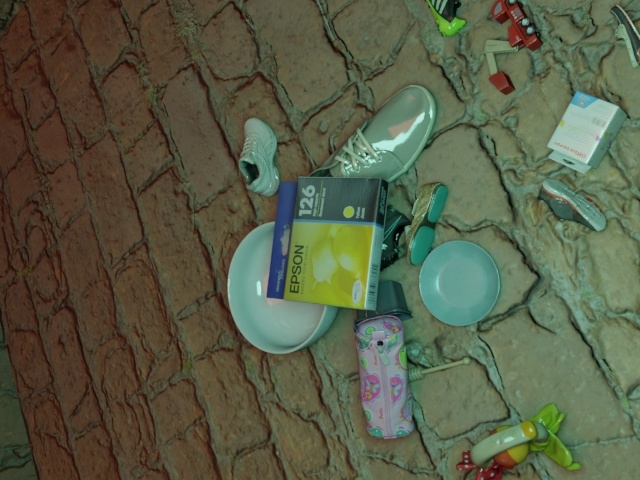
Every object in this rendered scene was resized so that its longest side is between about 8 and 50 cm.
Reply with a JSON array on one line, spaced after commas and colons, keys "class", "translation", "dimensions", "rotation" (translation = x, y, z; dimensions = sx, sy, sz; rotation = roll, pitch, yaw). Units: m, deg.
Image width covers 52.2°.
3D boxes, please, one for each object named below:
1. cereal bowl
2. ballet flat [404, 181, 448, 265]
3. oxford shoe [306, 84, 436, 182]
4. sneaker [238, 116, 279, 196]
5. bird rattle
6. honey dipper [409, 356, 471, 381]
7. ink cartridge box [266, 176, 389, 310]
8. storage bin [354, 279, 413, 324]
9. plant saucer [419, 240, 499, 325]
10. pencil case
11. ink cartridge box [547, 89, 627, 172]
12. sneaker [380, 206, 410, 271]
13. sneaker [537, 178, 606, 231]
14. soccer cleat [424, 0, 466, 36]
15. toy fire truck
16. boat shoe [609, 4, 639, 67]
[{"class": "cereal bowl", "translation": [-0.078, 0.122, 1.709], "dimensions": [0.339, 0.141, 0.338], "rotation": [-3, 85, 34]}, {"class": "ballet flat", "translation": [0.239, -0.041, 1.545], "dimensions": [0.067, 0.073, 0.206], "rotation": [21, 88, 50]}, {"class": "oxford shoe", "translation": [0.106, -0.201, 1.611], "dimensions": [0.449, 0.130, 0.169], "rotation": [-44, 63, 23]}, {"class": "sneaker", "translation": [-0.182, -0.240, 1.817], "dimensions": [0.090, 0.115, 0.232], "rotation": [-20, 76, 32]}, {"class": "bird rattle", "translation": [0.385, 0.421, 1.346], "dimensions": [0.254, 0.207, 0.143], "rotation": [-24, 56, 22]}, {"class": "honey dipper", "translation": [0.275, 0.298, 1.522], "dimensions": [0.161, 0.030, 0.030], "rotation": [-21, 76, 30]}, {"class": "ink cartridge box", "translation": [0.000, 0.000, 1.543], "dimensions": [0.307, 0.072, 0.303], "rotation": [3, 83, 28]}, {"class": "storage bin", "translation": [0.143, 0.154, 1.589], "dimensions": [0.135, 0.098, 0.091], "rotation": [-22, 65, 32]}, {"class": "plant saucer", "translation": [0.321, 0.097, 1.497], "dimensions": [0.195, 0.037, 0.194], "rotation": [-2, 87, 35]}, {"class": "pencil case", "translation": [0.147, 0.316, 1.508], "dimensions": [0.124, 0.124, 0.284], "rotation": [6, 111, 35]}, {"class": "ink cartridge box", "translation": [0.539, -0.216, 1.332], "dimensions": [0.092, 0.090, 0.143], "rotation": [35, 108, 31]}, {"class": "sneaker", "translation": [0.125, 0.038, 1.579], "dimensions": [0.106, 0.101, 0.267], "rotation": [23, 85, 20]}, {"class": "sneaker", "translation": [0.523, -0.064, 1.367], "dimensions": [0.158, 0.061, 0.064], "rotation": [47, 139, 28]}, {"class": "soccer cleat", "translation": [0.289, -0.570, 1.552], "dimensions": [0.072, 0.060, 0.178], "rotation": [-26, 79, 21]}, {"class": "toy fire truck", "translation": [0.416, -0.439, 1.457], "dimensions": [0.135, 0.047, 0.192], "rotation": [-33, 69, 30]}, {"class": "boat shoe", "translation": [0.619, -0.414, 1.317], "dimensions": [0.043, 0.049, 0.137], "rotation": [-33, 74, 31]}]
